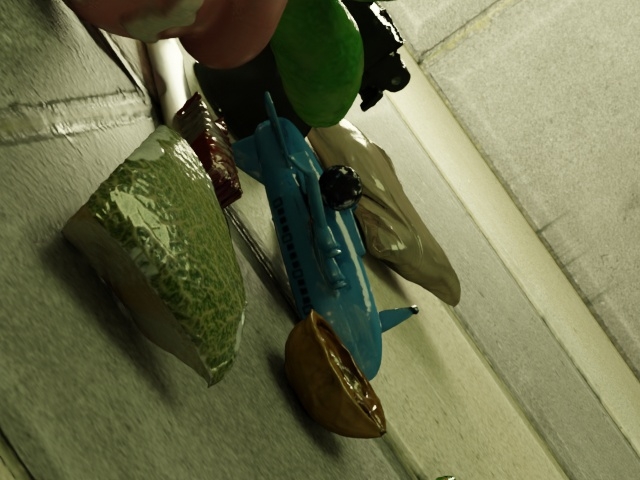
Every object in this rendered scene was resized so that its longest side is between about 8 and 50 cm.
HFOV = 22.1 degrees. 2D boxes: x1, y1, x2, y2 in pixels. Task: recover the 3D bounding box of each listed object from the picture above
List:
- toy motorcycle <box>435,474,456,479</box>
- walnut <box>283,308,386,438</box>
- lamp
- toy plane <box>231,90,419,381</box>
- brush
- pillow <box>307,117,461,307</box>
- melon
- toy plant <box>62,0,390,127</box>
[{"bbox_3d":[0.115,0.259,1.390,0.106,0.074,0.190,47,12,4],"label":"toy motorcycle"},{"bbox_3d":[0.005,0.120,1.360,0.121,0.052,0.091,60,12,13],"label":"walnut"},{"bbox_3d":[0.002,-0.195,1.752,0.172,0.227,0.147,47,15,-33],"label":"lamp"},{"bbox_3d":[0.000,0.000,1.509,0.271,0.105,0.254,61,-10,7],"label":"toy plane"},{"bbox_3d":[-0.124,-0.129,1.545,0.060,0.050,0.321,41,17,-34],"label":"brush"},{"bbox_3d":[0.070,-0.047,1.990,0.173,0.067,0.270,29,28,-53],"label":"pillow"},{"bbox_3d":[-0.124,0.003,1.115,0.139,0.093,0.202,36,31,-63],"label":"melon"},{"bbox_3d":[-0.069,-0.247,1.516,0.356,0.317,0.210,6,56,-32],"label":"toy plant"}]
